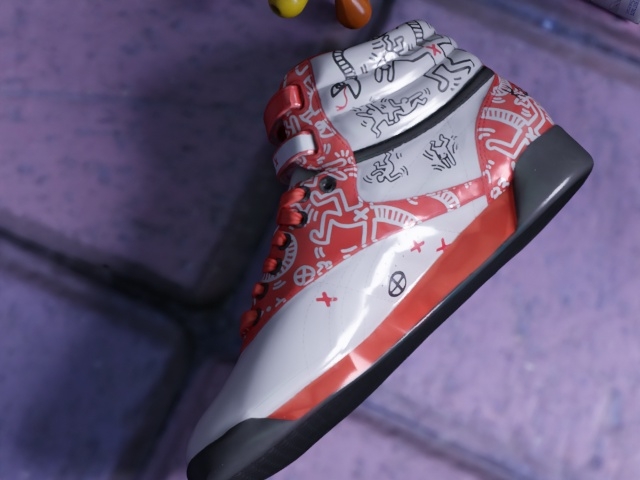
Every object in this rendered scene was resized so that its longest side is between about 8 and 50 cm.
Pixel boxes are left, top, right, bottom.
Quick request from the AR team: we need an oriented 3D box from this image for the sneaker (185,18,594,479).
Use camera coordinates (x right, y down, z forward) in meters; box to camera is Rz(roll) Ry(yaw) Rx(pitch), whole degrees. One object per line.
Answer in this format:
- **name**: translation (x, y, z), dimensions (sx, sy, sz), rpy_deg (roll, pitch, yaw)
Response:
- **sneaker**: translation (0.001, 0.000, 0.653), dimensions (0.270, 0.090, 0.145), rpy_deg (-42, 76, -12)

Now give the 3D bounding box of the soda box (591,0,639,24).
- **soda box**: translation (0.214, -0.273, 0.709), dimensions (0.091, 0.098, 0.286), rpy_deg (29, 78, 11)

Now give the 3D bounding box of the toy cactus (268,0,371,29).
- **toy cactus**: translation (0.019, -0.223, 0.707), dimensions (0.219, 0.112, 0.180), rpy_deg (-33, 48, 21)
